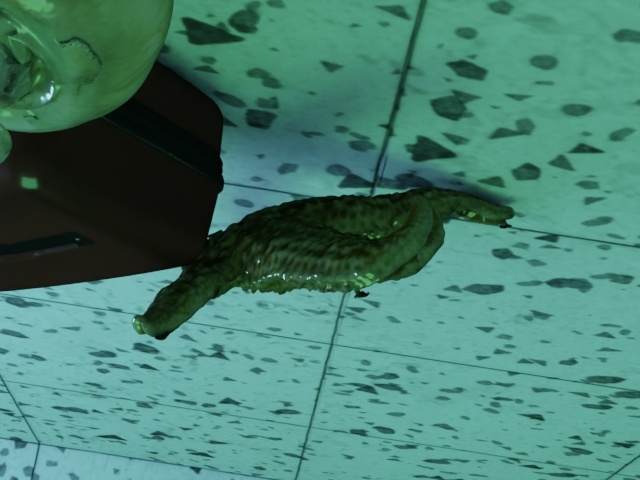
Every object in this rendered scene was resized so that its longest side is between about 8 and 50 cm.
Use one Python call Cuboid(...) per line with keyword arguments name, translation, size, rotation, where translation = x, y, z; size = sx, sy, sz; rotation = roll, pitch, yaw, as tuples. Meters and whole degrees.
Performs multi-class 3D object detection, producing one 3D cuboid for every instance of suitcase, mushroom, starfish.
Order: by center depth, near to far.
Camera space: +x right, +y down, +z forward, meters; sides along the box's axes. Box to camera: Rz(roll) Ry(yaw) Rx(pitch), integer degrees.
Cuboid(name="mushroom", translation=(-0.211, -0.150, 0.900), size=(0.246, 0.202, 0.246), rotation=(5, 149, 3))
Cuboid(name="suitcase", translation=(-0.246, -0.064, 1.199), size=(0.297, 0.161, 0.236), rotation=(-9, 155, 38))
Cuboid(name="starfish", translation=(0.000, 0.000, 1.276), size=(0.324, 0.082, 0.432), rotation=(-15, -178, 13))
